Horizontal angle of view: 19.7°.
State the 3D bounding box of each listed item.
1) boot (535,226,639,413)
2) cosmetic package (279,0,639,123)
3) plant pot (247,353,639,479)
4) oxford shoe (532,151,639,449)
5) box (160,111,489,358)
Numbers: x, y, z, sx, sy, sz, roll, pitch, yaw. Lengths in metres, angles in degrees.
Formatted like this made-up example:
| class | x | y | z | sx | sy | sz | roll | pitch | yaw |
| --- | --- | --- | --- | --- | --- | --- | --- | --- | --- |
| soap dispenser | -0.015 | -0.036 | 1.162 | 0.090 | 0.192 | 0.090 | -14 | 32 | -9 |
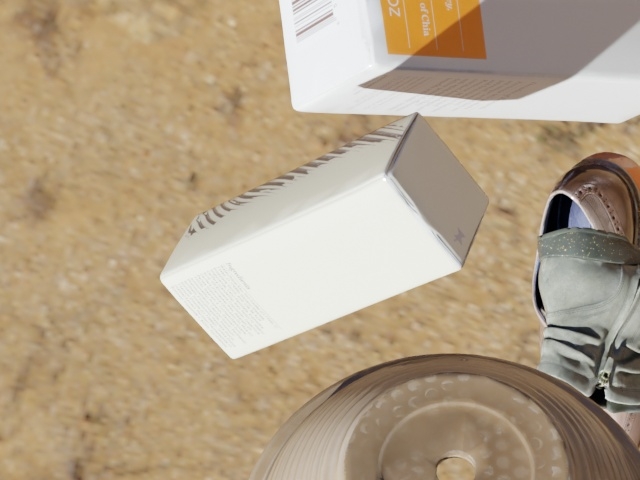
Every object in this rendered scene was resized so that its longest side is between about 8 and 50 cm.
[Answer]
| class | x | y | z | sx | sy | sz | roll | pitch | yaw |
| --- | --- | --- | --- | --- | --- | --- | --- | --- | --- |
| boot | 0.295 | 0.083 | 1.684 | 0.083 | 0.246 | 0.161 | -21 | 64 | 62 |
| cosmetic package | 0.185 | -0.259 | 1.990 | 0.161 | 0.453 | 0.230 | -23 | 72 | 55 |
| plant pot | 0.070 | 0.147 | 0.973 | 0.237 | 0.109 | 0.237 | -1 | 56 | 2 |
| oxford shoe | 0.259 | 0.100 | 1.860 | 0.130 | 0.133 | 0.363 | 5 | 106 | 34 |
| box | 0.000 | 0.000 | 1.578 | 0.275 | 0.113 | 0.094 | -22 | 27 | 38 |
